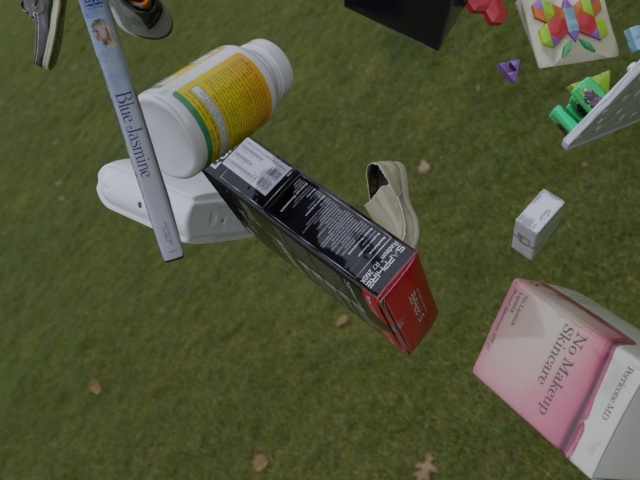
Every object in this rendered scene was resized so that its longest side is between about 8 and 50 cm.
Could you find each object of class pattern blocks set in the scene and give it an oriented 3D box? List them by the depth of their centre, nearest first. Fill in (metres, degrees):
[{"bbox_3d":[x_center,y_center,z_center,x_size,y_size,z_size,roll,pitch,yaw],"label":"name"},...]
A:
[{"bbox_3d":[0.438,-0.383,1.343,0.324,0.286,0.026,-28,1,-16],"label":"pattern blocks set"}]

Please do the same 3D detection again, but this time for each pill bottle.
[{"bbox_3d":[-0.130,-0.177,0.965,0.117,0.118,0.208,-8,28,46],"label":"pill bottle"}]

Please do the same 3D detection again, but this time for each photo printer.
[{"bbox_3d":[-0.267,-0.090,1.493,0.307,0.256,0.107,21,109,37],"label":"photo printer"}]

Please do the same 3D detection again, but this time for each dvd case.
[{"bbox_3d":[-0.180,-0.125,0.714,0.022,0.253,0.180,-17,27,-9],"label":"dvd case"}]

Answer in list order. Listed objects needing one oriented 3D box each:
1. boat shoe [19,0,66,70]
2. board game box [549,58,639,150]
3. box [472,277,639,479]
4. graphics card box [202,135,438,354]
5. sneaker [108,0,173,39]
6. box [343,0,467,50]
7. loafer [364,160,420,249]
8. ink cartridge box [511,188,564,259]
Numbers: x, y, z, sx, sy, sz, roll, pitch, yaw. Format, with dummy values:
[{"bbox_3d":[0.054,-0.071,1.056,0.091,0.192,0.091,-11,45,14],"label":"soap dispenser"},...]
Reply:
[{"bbox_3d":[-0.451,-0.391,1.225,0.080,0.073,0.224,-167,84,-75],"label":"boat shoe"},{"bbox_3d":[0.483,-0.286,0.875,0.390,0.050,0.390,-22,-22,-41],"label":"board game box"},{"bbox_3d":[0.322,0.165,0.927,0.232,0.126,0.149,42,115,57],"label":"box"},{"bbox_3d":[0.000,0.000,1.139,0.371,0.233,0.094,35,79,29],"label":"graphics card box"},{"bbox_3d":[-0.370,-0.477,1.536,0.108,0.271,0.100,29,88,19],"label":"sneaker"},{"bbox_3d":[0.186,-0.512,1.083,0.313,0.178,0.343,-60,-8,-14],"label":"box"},{"bbox_3d":[0.146,-0.066,1.659,0.102,0.092,0.269,-49,37,43],"label":"loafer"},{"bbox_3d":[0.419,-0.030,1.464,0.052,0.122,0.088,38,76,22],"label":"ink cartridge box"}]
